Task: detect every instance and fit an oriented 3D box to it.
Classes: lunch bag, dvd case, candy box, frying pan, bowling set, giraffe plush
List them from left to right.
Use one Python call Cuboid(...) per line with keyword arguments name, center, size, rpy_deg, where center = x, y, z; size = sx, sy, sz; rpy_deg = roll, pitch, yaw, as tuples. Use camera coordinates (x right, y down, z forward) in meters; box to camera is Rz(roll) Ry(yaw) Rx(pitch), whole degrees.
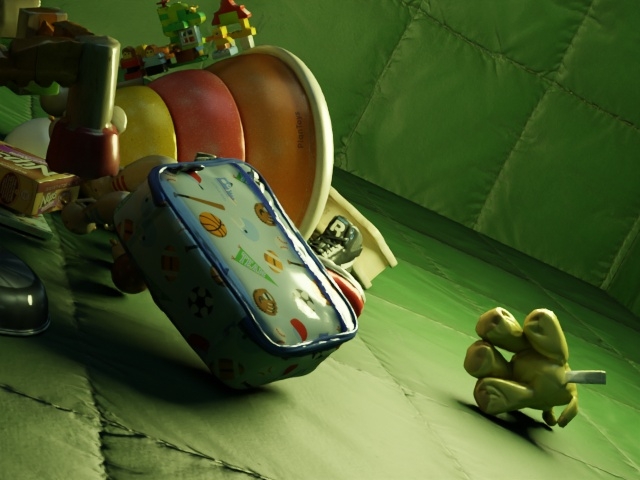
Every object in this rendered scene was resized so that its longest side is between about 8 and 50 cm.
Cuboid(name="frying pan", center=(-0.374, 0.020, 1.468), size=(0.197, 0.053, 0.326), rpy_deg=(26, 13, -10))
Cuboid(name="candy box", center=(-0.426, -0.092, 1.778), size=(0.187, 0.053, 0.109), rpy_deg=(21, 15, 18))
Cuboid(name="dvd case", center=(-0.404, -0.038, 1.766), size=(0.087, 0.013, 0.119), rpy_deg=(22, 12, -28))
Cuboid(name="bowling set", center=(-0.265, -0.025, 1.735), size=(0.154, 0.200, 0.287), rpy_deg=(-11, -44, 41))
Cuboid(name="lunch bag", center=(-0.098, 0.028, 1.626), size=(0.243, 0.115, 0.303), rpy_deg=(-8, 60, -55))
Cuboid(name="giraffe plush", center=(0.327, 0.209, 2.080), size=(0.210, 0.181, 0.170), rpy_deg=(18, -13, 7))

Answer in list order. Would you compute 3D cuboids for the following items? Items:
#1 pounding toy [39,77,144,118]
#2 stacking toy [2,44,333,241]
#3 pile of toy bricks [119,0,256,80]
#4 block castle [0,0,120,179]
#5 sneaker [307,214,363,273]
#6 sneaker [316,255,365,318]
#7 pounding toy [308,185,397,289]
Cuboid(name="pounding toy", center=(-0.357, -0.154, 2.173), size=(0.183, 0.110, 0.237), rpy_deg=(-1, -29, 1))
Cuboid(name="stacking toy", center=(-0.253, -0.134, 2.010), size=(0.480, 0.350, 0.350), rpy_deg=(0, 25, -36))
Cuboid(name="pile of toy bricks", center=(-0.219, -0.322, 2.062), size=(0.212, 0.105, 0.118), rpy_deg=(-10, 13, 20))
Cuboid(name="block castle", center=(-0.460, -0.188, 1.605), size=(0.303, 0.213, 0.453), rpy_deg=(-4, 24, -37))
Cuboid(name="sneaker", center=(-0.001, 0.010, 2.277), size=(0.079, 0.121, 0.217), rpy_deg=(31, 10, 24))
Cuboid(name="sneaker", center=(-0.065, 0.073, 1.938), size=(0.279, 0.107, 0.118), rpy_deg=(21, 30, -17))
Cuboid(name="pounding toy", center=(0.000, 0.000, 2.489), size=(0.269, 0.155, 0.154), rpy_deg=(44, -12, 30))
